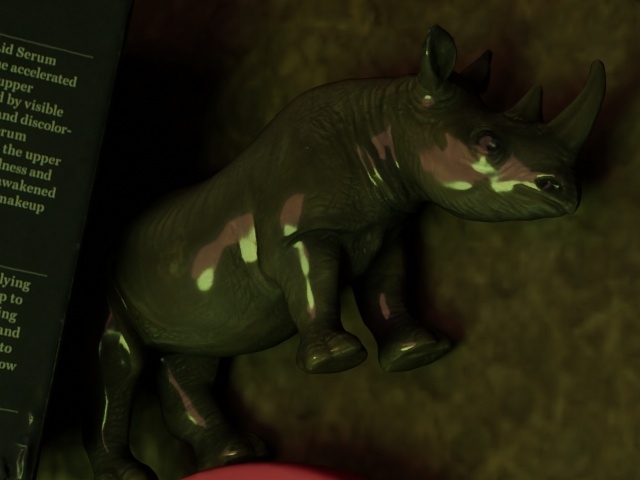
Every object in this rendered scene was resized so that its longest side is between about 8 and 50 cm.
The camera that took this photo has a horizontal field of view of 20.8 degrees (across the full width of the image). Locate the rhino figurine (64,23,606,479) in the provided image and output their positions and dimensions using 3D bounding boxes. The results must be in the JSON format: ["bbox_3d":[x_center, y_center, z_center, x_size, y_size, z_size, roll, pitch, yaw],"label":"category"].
[{"bbox_3d":[0.000,0.000,0.639,0.243,0.073,0.106,-33,66,23],"label":"rhino figurine"}]

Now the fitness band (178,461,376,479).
[{"bbox_3d":[-0.024,0.224,0.618,0.209,0.054,0.290,6,84,33],"label":"fitness band"}]

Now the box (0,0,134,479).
[{"bbox_3d":[-0.152,-0.009,0.673,0.153,0.108,0.207,160,121,-72],"label":"box"}]
